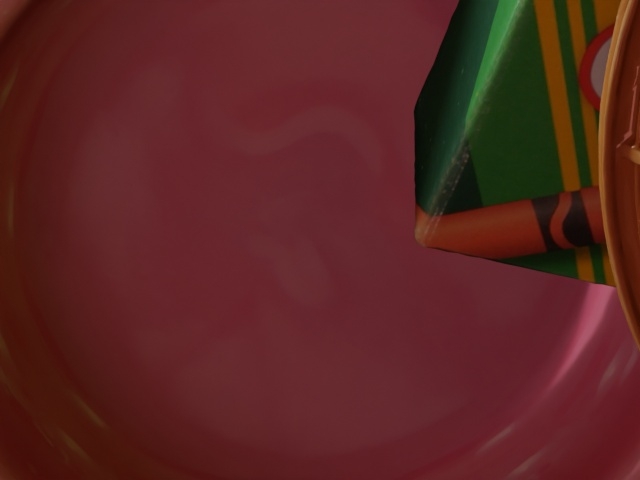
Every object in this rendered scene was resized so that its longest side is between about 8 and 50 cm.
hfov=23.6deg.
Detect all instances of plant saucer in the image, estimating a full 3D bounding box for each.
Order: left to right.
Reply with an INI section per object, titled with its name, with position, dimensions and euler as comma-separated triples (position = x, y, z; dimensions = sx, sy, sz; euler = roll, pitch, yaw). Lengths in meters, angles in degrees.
[plant saucer]
position = 0.000, 0.000, 0.607
dimensions = 0.332, 0.084, 0.332
euler = -1, 108, -3

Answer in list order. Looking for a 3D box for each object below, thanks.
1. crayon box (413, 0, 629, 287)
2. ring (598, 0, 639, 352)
[crayon box]
position = 0.165, -0.109, 0.427
dimensions = 0.202, 0.081, 0.318
euler = 12, 134, -8
[ring]
position = 0.226, 0.003, 0.358
dimensions = 0.336, 0.032, 0.336
euler = 13, 123, 21
